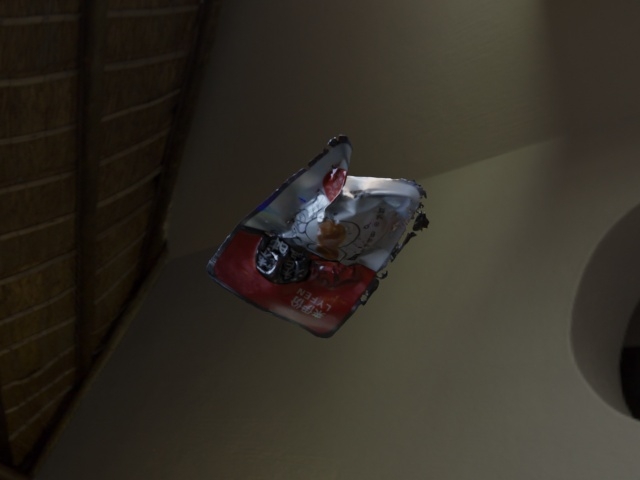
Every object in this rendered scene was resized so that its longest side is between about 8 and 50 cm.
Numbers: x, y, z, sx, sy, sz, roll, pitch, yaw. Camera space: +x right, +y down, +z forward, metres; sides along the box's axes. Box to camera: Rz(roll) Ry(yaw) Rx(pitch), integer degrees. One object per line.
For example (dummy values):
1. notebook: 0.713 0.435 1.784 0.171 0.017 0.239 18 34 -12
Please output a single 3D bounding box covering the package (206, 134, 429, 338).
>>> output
1. package: 0.000 0.000 0.842 0.194 0.269 0.071 36 -142 -4
